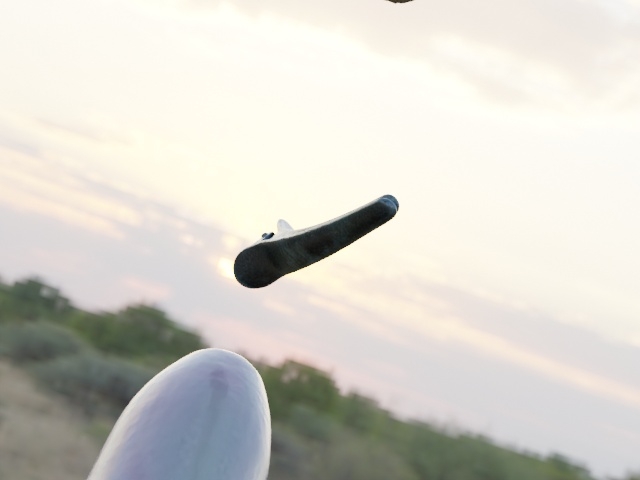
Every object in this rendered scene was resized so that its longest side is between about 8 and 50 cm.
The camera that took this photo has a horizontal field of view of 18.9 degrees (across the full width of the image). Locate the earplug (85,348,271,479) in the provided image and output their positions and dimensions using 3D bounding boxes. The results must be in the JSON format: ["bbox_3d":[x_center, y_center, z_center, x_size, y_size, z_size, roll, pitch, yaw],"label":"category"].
[{"bbox_3d":[-0.117,0.204,1.540,0.172,0.301,0.172,9,-49,11],"label":"earplug"}]

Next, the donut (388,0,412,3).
[{"bbox_3d":[0.038,-0.254,1.286,0.186,0.126,0.144,33,30,-14],"label":"donut"}]

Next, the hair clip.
[{"bbox_3d":[0.000,0.000,1.531,0.039,0.070,0.229,54,-24,-10],"label":"hair clip"}]
